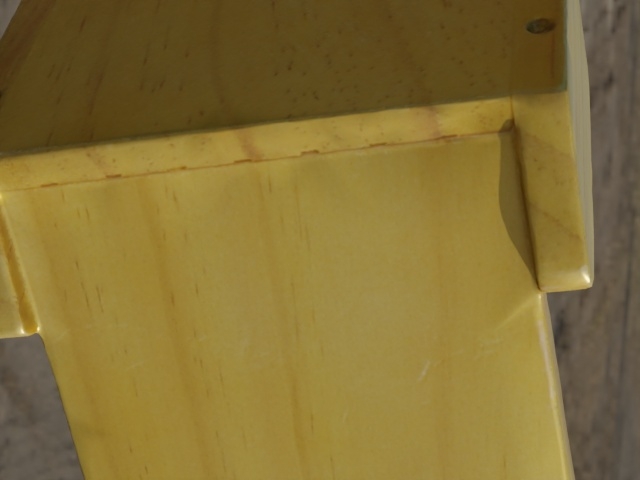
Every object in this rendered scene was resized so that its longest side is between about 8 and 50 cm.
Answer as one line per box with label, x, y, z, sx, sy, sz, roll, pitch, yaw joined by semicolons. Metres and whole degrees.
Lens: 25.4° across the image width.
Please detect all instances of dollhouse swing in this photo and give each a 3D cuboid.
dollhouse swing;0.000;0.000;0.886;0.315;0.346;0.305;-79;157;-49
